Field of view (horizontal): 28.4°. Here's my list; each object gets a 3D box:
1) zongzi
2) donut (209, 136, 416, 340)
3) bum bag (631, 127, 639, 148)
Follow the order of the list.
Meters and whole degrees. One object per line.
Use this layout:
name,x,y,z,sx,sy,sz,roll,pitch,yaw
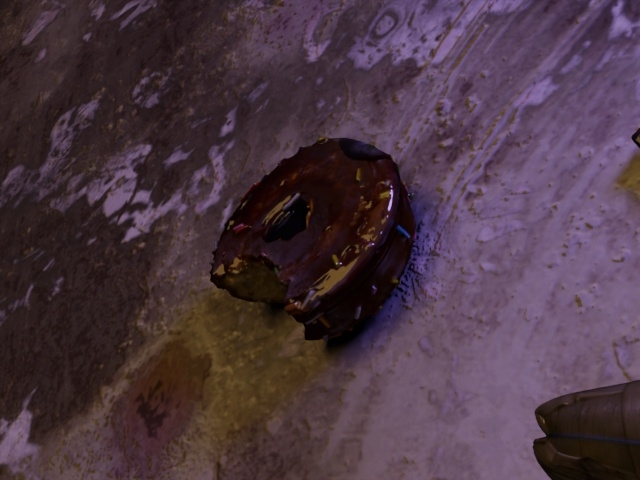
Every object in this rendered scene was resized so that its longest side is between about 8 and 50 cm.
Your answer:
zongzi,0.263,0.206,0.872,0.228,0.115,0.256,-21,55,36
donut,0.001,0.000,1.305,0.230,0.096,0.216,4,58,46
bum bag,0.322,-0.077,1.112,0.058,0.034,0.124,-31,39,-1
